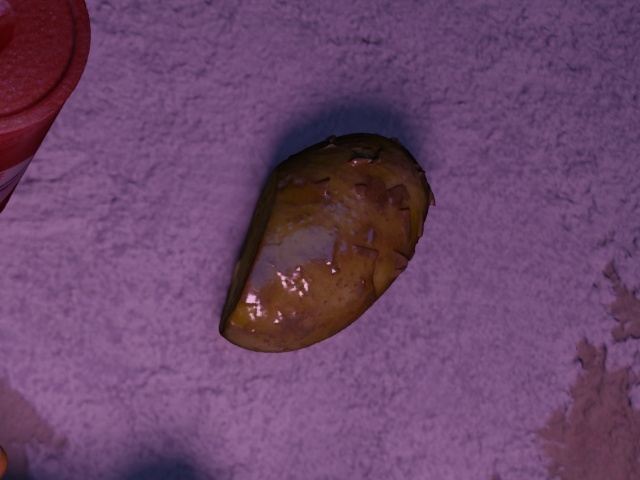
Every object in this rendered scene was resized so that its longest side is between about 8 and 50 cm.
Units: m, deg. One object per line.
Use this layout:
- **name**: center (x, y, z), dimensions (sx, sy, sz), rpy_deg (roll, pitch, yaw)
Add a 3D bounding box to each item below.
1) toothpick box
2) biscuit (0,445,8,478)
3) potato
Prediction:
- **toothpick box**: center (-0.344, -0.131, 1.262), dimensions (0.204, 0.333, 0.204), rpy_deg (6, 72, -21)
- **biscuit**: center (-0.448, 0.135, 1.207), dimensions (0.340, 0.047, 0.216), rpy_deg (36, 35, 24)
- **potato**: center (0.000, 0.000, 1.476), dimensions (0.176, 0.141, 0.298), rpy_deg (41, 62, 4)
